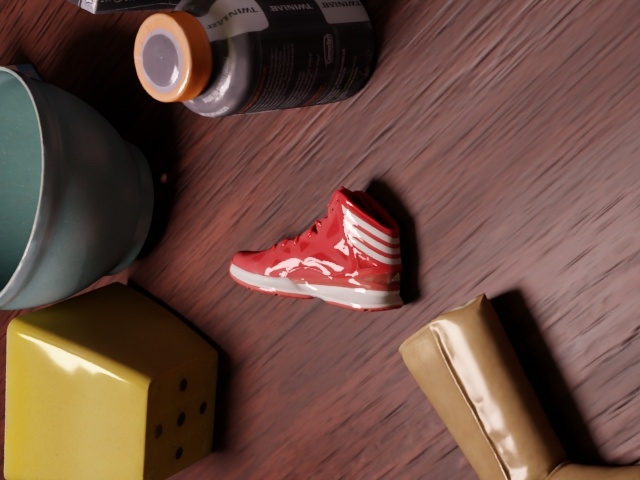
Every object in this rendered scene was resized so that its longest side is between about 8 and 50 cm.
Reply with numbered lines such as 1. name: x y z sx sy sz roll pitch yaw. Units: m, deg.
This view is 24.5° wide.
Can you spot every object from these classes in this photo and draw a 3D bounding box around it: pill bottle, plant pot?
1. pill bottle: -0.070 -0.194 1.503 0.130 0.246 0.130 11 107 42
2. plant pot: -0.329 -0.051 1.803 0.293 0.196 0.293 -12 75 49
3. plant pot: -0.243 0.192 1.802 0.187 0.212 0.212 14 109 29

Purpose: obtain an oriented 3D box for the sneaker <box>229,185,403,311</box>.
1. sneaker: 0.000 0.000 1.609 0.221 0.087 0.128 9 97 31

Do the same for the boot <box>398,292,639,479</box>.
1. boot: 0.205 0.173 1.427 0.236 0.089 0.269 -40 70 42

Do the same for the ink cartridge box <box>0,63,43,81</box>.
1. ink cartridge box: -0.434 -0.167 1.941 0.092 0.143 0.090 56 131 21

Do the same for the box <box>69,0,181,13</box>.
1. box: -0.224 -0.398 1.668 0.142 0.163 0.247 29 118 35
